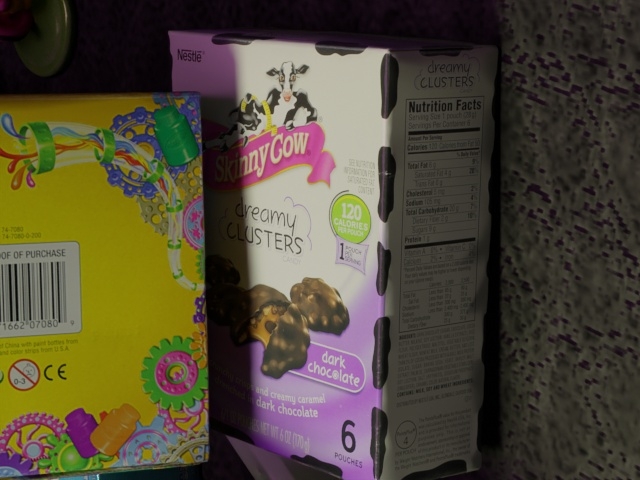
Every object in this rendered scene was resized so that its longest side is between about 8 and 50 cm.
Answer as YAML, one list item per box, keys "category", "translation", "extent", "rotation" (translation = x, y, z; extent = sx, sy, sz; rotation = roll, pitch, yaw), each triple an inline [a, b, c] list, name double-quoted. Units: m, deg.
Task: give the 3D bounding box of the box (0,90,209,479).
- category: "box"
  translation: [-0.233, 0.015, 0.845]
  extent: [0.279, 0.290, 0.177]
  rotation: [-171, 79, -69]

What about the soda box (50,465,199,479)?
- category: "soda box"
  translation: [-0.115, 0.201, 0.991]
  extent: [0.067, 0.071, 0.210]
  rotation: [11, 107, 49]

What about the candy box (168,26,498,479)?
- category: "candy box"
  translation: [0.000, 0.000, 0.797]
  extent: [0.165, 0.070, 0.196]
  rotation: [12, 105, 49]

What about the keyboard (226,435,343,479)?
- category: "keyboard"
  translation: [-0.060, 0.049, 0.939]
  extent: [0.256, 0.014, 0.072]
  rotation: [53, 129, 29]

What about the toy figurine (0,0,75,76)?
- category: "toy figurine"
  translation: [-0.253, -0.163, 1.005]
  extent: [0.173, 0.159, 0.130]
  rotation: [59, 137, 22]
